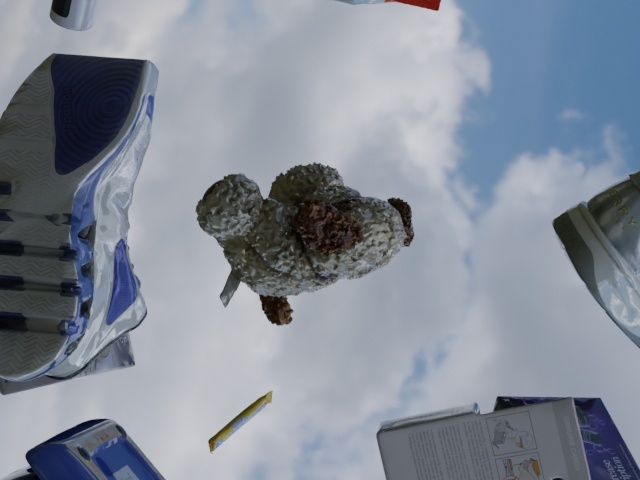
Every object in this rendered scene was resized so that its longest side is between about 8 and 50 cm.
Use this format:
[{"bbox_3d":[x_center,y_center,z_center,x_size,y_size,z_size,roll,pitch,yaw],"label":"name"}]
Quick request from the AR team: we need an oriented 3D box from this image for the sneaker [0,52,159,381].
[{"bbox_3d":[-0.230,-0.007,1.170,0.182,0.127,0.316,68,33,-70],"label":"sneaker"}]

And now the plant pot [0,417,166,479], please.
[{"bbox_3d":[-0.258,0.326,1.291,0.212,0.236,0.236,-41,175,5],"label":"plant pot"}]

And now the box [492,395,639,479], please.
[{"bbox_3d":[0.380,0.357,1.906,0.261,0.184,0.103,-108,-159,-56],"label":"box"}]

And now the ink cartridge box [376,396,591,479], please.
[{"bbox_3d":[0.232,0.361,1.636,0.066,0.261,0.296,-39,117,-80],"label":"ink cartridge box"}]

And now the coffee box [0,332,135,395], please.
[{"bbox_3d":[-0.399,0.135,1.924,0.297,0.118,0.168,10,67,-81],"label":"coffee box"}]

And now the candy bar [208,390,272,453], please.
[{"bbox_3d":[-0.147,0.330,2.261,0.161,0.018,0.040,-38,155,-31],"label":"candy bar"}]

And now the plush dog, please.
[{"bbox_3d":[0.000,0.000,1.607,0.225,0.262,0.211,-9,-88,37],"label":"plush dog"}]

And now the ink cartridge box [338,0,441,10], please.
[{"bbox_3d":[0.074,-0.368,1.589,0.045,0.179,0.145,-64,166,-57],"label":"ink cartridge box"}]

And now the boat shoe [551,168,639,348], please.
[{"bbox_3d":[0.303,0.053,0.985,0.103,0.320,0.118,-38,-143,17],"label":"boat shoe"}]

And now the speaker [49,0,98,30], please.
[{"bbox_3d":[-0.283,-0.322,1.479,0.055,0.055,0.136,-105,-150,-51],"label":"speaker"}]
